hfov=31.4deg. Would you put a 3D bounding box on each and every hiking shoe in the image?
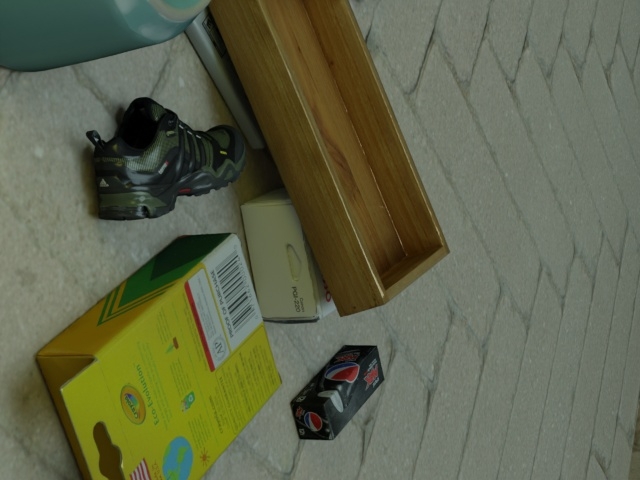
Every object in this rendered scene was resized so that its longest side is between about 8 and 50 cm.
[{"bbox_3d":[-0.155,-0.102,1.208,0.227,0.086,0.114,-37,124,-54],"label":"hiking shoe"}]

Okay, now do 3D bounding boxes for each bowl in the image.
[{"bbox_3d":[-0.185,-0.295,1.018,0.311,0.163,0.312,11,90,-70],"label":"bowl"}]

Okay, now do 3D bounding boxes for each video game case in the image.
[{"bbox_3d":[-0.086,-0.246,1.402,0.201,0.023,0.183,61,40,-38],"label":"video game case"}]

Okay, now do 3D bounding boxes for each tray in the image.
[{"bbox_3d":[0.015,-0.134,1.381,0.203,0.076,0.411,-32,102,-57],"label":"tray"}]

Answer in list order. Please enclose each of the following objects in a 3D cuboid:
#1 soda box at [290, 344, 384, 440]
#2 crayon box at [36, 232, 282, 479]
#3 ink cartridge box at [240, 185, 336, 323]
[{"bbox_3d":[0.026,0.203,1.543,0.169,0.053,0.060,-41,124,-54],"label":"soda box"},{"bbox_3d":[-0.169,0.148,1.177,0.318,0.081,0.202,-44,126,-53],"label":"crayon box"},{"bbox_3d":[0.000,0.000,1.468,0.218,0.092,0.159,-30,113,-59],"label":"ink cartridge box"}]
